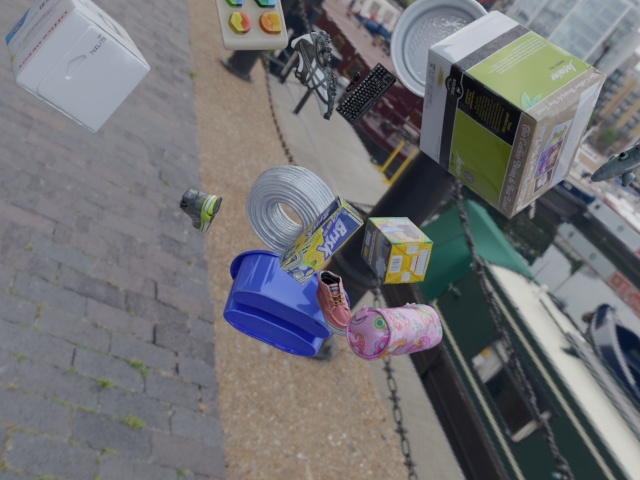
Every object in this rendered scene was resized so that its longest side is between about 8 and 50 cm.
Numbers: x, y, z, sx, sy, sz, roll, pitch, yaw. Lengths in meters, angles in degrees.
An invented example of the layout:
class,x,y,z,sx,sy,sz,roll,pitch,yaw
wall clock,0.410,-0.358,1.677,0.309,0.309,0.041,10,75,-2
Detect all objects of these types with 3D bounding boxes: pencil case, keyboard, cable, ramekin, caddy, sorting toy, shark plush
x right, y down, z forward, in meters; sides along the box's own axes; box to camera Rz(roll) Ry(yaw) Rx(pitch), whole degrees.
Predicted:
class,x,y,z,sx,sy,sz,roll,pitch,yaw
pencil case,0.174,0.203,1.423,0.124,0.124,0.284,49,24,26
keyboard,0.117,-0.423,1.758,0.108,0.180,0.023,47,9,18
cable,-0.076,-0.073,1.621,0.257,0.257,0.089,17,43,25
ramekin,0.336,-0.526,1.703,0.277,0.277,0.135,38,18,2
caddy,-0.092,0.155,1.653,0.341,0.241,0.179,25,49,-5
sorting toy,-0.190,-0.633,1.711,0.193,0.208,0.038,-10,1,-27
shark plush,0.624,-0.163,1.249,0.067,0.161,0.073,1,71,-26

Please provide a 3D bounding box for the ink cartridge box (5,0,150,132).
class,x,y,z,sx,sy,sz,roll,pitch,yaw
ink cartridge box,-0.540,-0.413,1.371,0.197,0.198,0.270,36,11,-43

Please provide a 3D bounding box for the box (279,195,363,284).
class,x,y,z,sx,sy,sz,roll,pitch,yaw
box,0.000,0.000,1.158,0.059,0.169,0.054,39,15,-20

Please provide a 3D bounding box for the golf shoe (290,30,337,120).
class,x,y,z,sx,sy,sz,roll,pitch,yaw
golf shoe,-0.015,-0.366,1.396,0.094,0.198,0.077,-3,29,10

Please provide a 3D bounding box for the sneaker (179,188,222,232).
class,x,y,z,sx,sy,sz,roll,pitch,yaw
sneaker,-0.406,-0.111,2.078,0.121,0.111,0.300,29,-19,-8

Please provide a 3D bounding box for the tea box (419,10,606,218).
class,x,y,z,sx,sy,sz,roll,pitch,yaw
tea box,0.426,-0.291,1.459,0.323,0.220,0.329,47,-20,29

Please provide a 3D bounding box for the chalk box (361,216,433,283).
class,x,y,z,sx,sy,sz,roll,pitch,yaw
chalk box,0.206,0.015,1.785,0.132,0.132,0.213,-2,29,-20

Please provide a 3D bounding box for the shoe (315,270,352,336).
class,x,y,z,sx,sy,sz,roll,pitch,yaw
shoe,0.032,0.142,1.436,0.064,0.081,0.178,-11,32,-17

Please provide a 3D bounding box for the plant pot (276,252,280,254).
class,x,y,z,sx,sy,sz,roll,pitch,yaw
plant pot,-0.073,0.039,2.173,0.095,0.134,0.134,51,20,-7
